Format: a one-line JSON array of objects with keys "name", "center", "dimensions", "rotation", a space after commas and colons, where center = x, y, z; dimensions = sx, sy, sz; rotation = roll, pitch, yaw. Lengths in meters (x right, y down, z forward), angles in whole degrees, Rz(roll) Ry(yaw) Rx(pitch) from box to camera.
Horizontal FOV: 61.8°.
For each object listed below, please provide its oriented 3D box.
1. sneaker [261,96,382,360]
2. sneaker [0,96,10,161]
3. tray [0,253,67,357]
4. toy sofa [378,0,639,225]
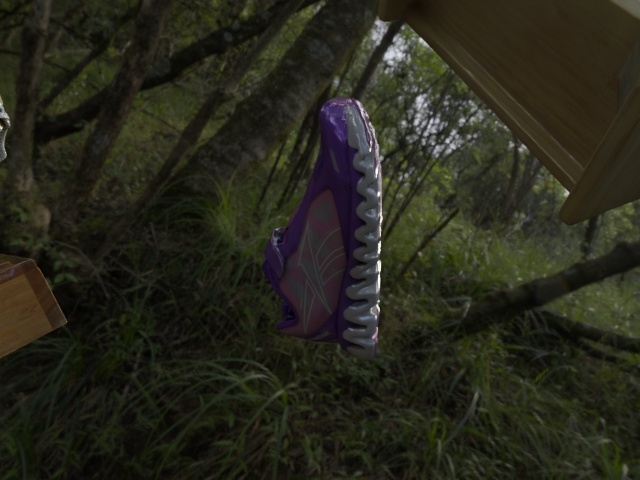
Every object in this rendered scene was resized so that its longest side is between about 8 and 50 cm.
[{"name": "sneaker", "center": [0.000, 0.000, 0.448], "dimensions": [0.105, 0.236, 0.095], "rotation": [3, 30, 8]}, {"name": "sneaker", "center": [-0.539, -0.221, 0.842], "dimensions": [0.092, 0.087, 0.228], "rotation": [35, -45, 5]}, {"name": "tray", "center": [-0.443, 0.081, 0.564], "dimensions": [0.203, 0.076, 0.411], "rotation": [-32, 22, -36]}, {"name": "toy sofa", "center": [0.218, -0.204, 0.505], "dimensions": [0.150, 0.177, 0.362], "rotation": [95, -29, -53]}]
